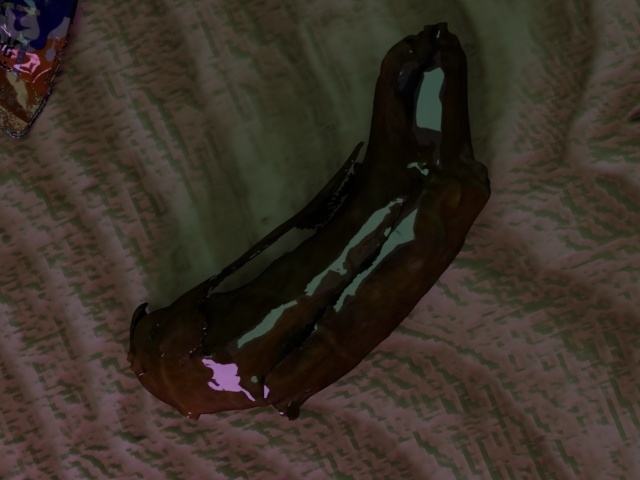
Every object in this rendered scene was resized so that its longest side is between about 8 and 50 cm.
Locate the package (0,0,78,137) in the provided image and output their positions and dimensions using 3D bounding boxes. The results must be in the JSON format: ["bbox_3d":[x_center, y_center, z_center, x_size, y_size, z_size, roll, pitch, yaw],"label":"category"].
[{"bbox_3d":[-0.217,-0.135,0.675,0.077,0.033,0.110,24,109,-21],"label":"package"}]

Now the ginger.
[{"bbox_3d":[0.005,0.013,0.635,0.309,0.107,0.133,-41,66,5],"label":"ginger"}]
